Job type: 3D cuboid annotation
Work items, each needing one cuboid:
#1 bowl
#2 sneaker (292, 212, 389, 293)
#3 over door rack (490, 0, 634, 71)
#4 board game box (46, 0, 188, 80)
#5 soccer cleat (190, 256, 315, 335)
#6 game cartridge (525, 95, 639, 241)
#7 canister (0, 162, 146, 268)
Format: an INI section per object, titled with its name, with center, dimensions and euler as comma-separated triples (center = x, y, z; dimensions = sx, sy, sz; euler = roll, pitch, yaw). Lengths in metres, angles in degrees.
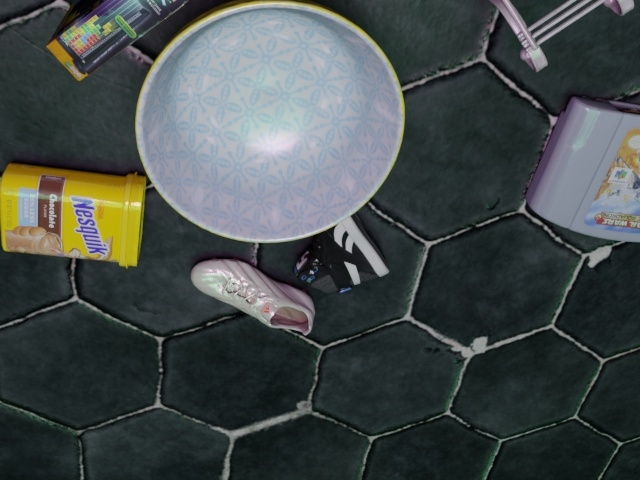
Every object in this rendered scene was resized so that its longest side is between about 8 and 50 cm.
[bowl]
center = -0.060, -0.156, 0.842
dimensions = 0.290, 0.156, 0.289
euler = -4, 125, -6
[sneaker]
center = 0.000, 0.000, 1.008
dimensions = 0.121, 0.079, 0.217
euler = -29, 125, 10
[over door rack]
center = 0.246, -0.383, 0.774
dimensions = 0.240, 0.108, 0.324
euler = -34, 110, 13
[board game box]
center = -0.199, -0.249, 0.747
dimensions = 0.141, 0.170, 0.048
euler = -33, 122, 13
[soccer cleat]
center = -0.093, 0.081, 1.053
dimensions = 0.196, 0.076, 0.068
euler = 21, 119, -21
[game cartridge]
center = 0.455, -0.091, 1.034
dimensions = 0.298, 0.062, 0.198
euler = 6, 120, -13
[canister]
center = -0.318, -0.033, 0.941
dimensions = 0.170, 0.073, 0.126
euler = 6, 123, -11
